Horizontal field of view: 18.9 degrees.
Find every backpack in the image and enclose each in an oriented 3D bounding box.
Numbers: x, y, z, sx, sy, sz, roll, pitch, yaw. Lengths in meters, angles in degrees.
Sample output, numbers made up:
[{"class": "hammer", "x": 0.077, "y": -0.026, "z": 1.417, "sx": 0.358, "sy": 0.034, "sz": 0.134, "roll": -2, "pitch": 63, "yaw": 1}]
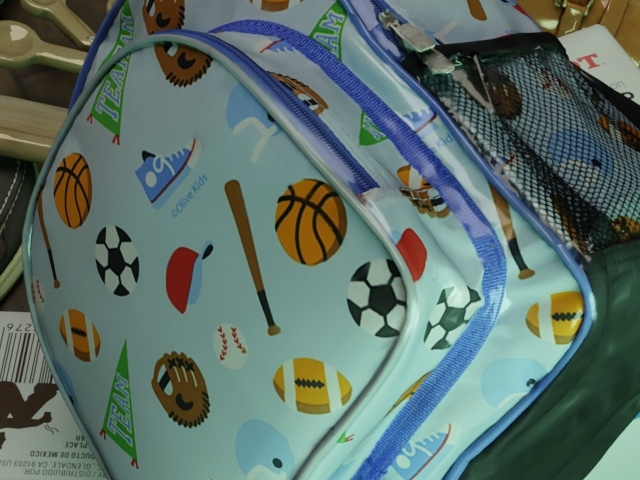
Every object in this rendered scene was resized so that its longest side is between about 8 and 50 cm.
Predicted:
[{"class": "backpack", "x": 0.000, "y": 0.000, "z": 0.790, "sx": 0.213, "sy": 0.276, "sz": 0.263, "roll": 3, "pitch": 45, "yaw": -45}]

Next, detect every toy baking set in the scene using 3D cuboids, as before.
[{"class": "toy baking set", "x": -0.091, "y": -0.104, "z": 1.191, "sx": 0.256, "sy": 0.030, "sz": 0.196, "roll": -9, "pitch": 54, "yaw": -25}]

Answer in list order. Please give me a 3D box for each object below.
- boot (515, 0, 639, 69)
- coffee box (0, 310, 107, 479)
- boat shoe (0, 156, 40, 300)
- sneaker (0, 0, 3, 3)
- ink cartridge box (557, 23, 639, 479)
[{"class": "boot", "x": 0.133, "y": -0.138, "z": 1.224, "sx": 0.152, "sy": 0.073, "sz": 0.197, "roll": 31, "pitch": 83, "yaw": -8}, {"class": "coffee box", "x": -0.121, "y": 0.198, "z": 0.854, "sx": 0.119, "sy": 0.168, "sz": 0.297, "roll": 2, "pitch": 48, "yaw": 3}, {"class": "boat shoe", "x": -0.221, "y": 0.008, "z": 1.090, "sx": 0.080, "sy": 0.073, "sz": 0.223, "roll": 14, "pitch": 49, "yaw": 14}, {"class": "sneaker", "x": -0.230, "y": -0.189, "z": 1.269, "sx": 0.262, "sy": 0.099, "sz": 0.121, "roll": -39, "pitch": 65, "yaw": -20}, {"class": "ink cartridge box", "x": 0.123, "y": 0.040, "z": 0.992, "sx": 0.171, "sy": 0.168, "sz": 0.232, "roll": -19, "pitch": 51, "yaw": -15}]
